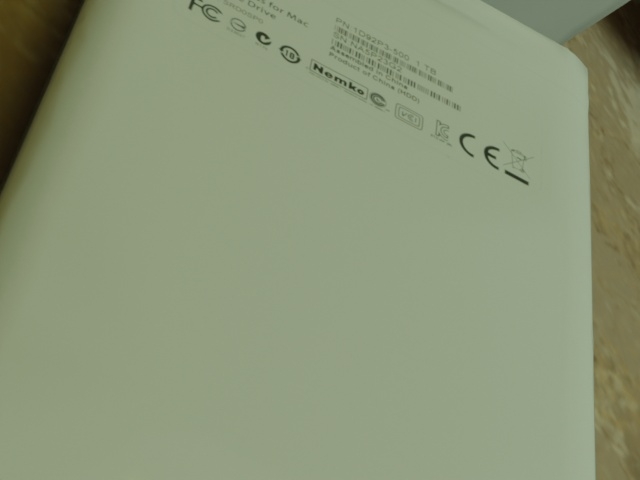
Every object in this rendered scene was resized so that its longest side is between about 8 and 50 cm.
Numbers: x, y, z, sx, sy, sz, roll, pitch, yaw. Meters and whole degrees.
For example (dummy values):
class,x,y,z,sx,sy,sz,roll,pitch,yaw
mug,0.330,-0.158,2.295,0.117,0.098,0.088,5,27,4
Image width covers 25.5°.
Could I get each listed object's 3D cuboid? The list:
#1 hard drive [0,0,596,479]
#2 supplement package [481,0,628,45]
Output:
class,x,y,z,sx,sy,sz,roll,pitch,yaw
hard drive,0.000,0.000,0.465,0.203,0.040,0.308,26,43,-15
supplement package,0.069,-0.205,0.664,0.194,0.149,0.203,-13,73,-55
